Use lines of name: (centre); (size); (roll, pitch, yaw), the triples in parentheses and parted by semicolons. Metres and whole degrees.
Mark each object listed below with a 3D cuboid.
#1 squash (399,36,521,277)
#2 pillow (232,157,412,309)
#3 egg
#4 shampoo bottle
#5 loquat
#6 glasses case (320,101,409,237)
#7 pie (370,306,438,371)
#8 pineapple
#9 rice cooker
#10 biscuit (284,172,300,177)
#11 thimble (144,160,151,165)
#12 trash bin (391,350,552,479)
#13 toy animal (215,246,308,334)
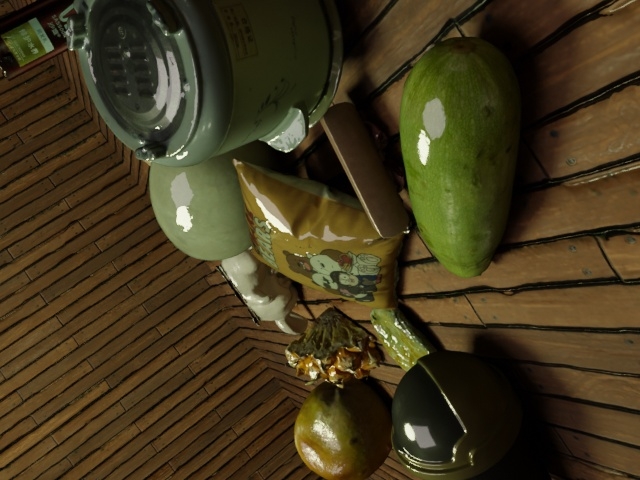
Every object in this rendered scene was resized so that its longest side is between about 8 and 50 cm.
squash: (0.151, -0.055, 0.694); (0.118, 0.118, 0.371); (42, 161, 33)
pillow: (0.000, 0.000, 1.094); (0.312, 0.119, 0.310); (22, 155, 14)
egg: (-0.207, -0.109, 1.254); (0.258, 0.258, 0.352); (46, 152, 25)
shampoo bottle: (-0.602, -0.494, 1.452); (0.084, 0.323, 0.129); (36, 154, 44)
loquat: (0.067, 0.505, 1.723); (0.276, 0.276, 0.284); (32, 134, 50)
glasses case: (0.070, -0.105, 0.891); (0.193, 0.070, 0.102); (63, -179, -10)
pie: (0.168, 0.198, 1.231); (0.187, 0.041, 0.187); (47, 160, 22)
pineapple: (0.029, 0.252, 1.525); (0.236, 0.186, 0.114); (-2, 130, 16)
rice cooker: (-0.125, -0.237, 0.782); (0.317, 0.316, 0.264); (54, 137, 1)
biscuit: (-0.029, -0.059, 1.201); (0.118, 0.061, 0.183); (6, 144, 24)
thimble: (-0.343, -0.276, 1.391); (0.148, 0.196, 0.229); (85, 172, -61)
trash bin: (0.235, 0.322, 1.019); (0.214, 0.214, 0.334); (24, 150, 58)
toy animal: (-0.158, 0.128, 1.753); (0.208, 0.154, 0.325); (50, 172, 47)
